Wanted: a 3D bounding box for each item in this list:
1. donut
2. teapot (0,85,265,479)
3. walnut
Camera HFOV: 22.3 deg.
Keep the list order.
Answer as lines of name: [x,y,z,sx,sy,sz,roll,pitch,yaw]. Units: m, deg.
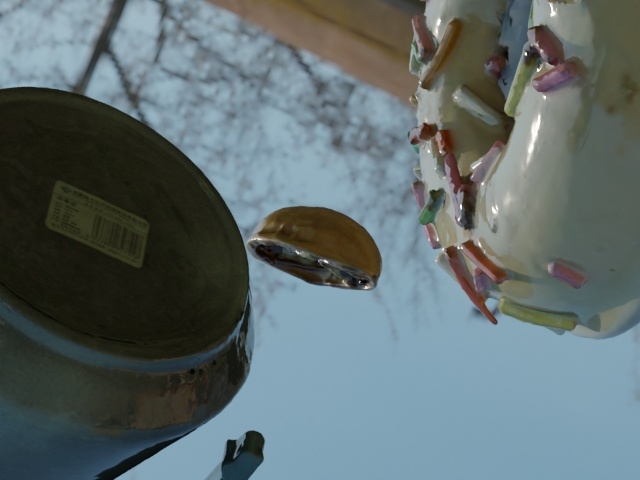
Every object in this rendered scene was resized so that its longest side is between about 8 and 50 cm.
donut: [0.160,-0.126,1.075,0.142,0.382,0.382,6,-159,-13]
teapot: [-0.128,0.067,0.702,0.203,0.225,0.171,28,-142,-13]
walnut: [0.000,0.000,1.269,0.121,0.052,0.091,10,163,34]
